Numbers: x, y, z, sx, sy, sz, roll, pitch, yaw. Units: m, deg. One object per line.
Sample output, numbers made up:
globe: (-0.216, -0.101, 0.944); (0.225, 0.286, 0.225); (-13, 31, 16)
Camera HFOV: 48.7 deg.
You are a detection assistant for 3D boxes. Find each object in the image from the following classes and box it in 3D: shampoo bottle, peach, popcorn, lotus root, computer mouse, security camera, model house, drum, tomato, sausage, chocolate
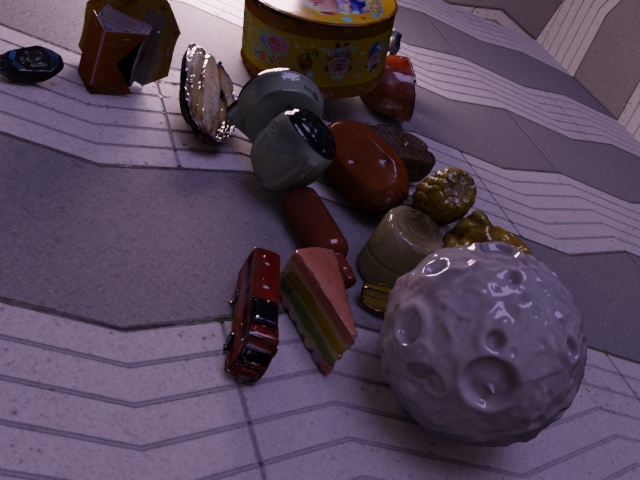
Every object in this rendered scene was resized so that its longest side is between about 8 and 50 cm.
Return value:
shampoo bottle: (0.002, -0.001, 1.402); (0.085, 0.085, 0.244); (4, 43, -36)
peach: (0.116, 0.112, 1.371); (0.083, 0.050, 0.077); (8, 17, -46)
popcorn: (0.349, 0.065, 1.469); (0.190, 0.254, 0.191); (-12, 47, 13)
lotus root: (-0.265, -0.310, 1.592); (0.167, 0.078, 0.329); (37, 30, -31)
computer mouse: (-0.579, -0.344, 1.405); (0.135, 0.047, 0.079); (-15, 60, -36)
security camera: (-0.071, -0.224, 1.503); (0.197, 0.191, 0.277); (38, 26, -38)
model house: (-0.415, -0.405, 1.474); (0.207, 0.219, 0.136); (24, 39, -12)
drum: (-0.008, -0.579, 1.938); (0.430, 0.214, 0.431); (6, 39, -5)
tomato: (0.192, -0.458, 2.121); (0.155, 0.181, 0.214); (4, 30, -9)
sausage: (0.094, -0.173, 1.638); (0.268, 0.153, 0.141); (48, -3, 23)
chocolate: (0.184, -0.222, 1.837); (0.214, 0.093, 0.148); (10, 40, -30)

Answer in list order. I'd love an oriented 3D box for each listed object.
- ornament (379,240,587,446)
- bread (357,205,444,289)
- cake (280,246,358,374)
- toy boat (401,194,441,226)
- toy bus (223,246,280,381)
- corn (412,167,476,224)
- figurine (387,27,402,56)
ornament: (0.260, 0.172, 1.151); (0.337, 0.337, 0.337); (22, 34, -16)
bread: (0.163, 0.022, 1.448); (0.134, 0.141, 0.148); (19, 34, -22)
cake: (-0.011, 0.112, 1.211); (0.090, 0.109, 0.225); (15, 35, -25)
toy boat: (0.255, -0.085, 1.740); (0.210, 0.066, 0.084); (6, 39, -34)
toy bus: (-0.105, 0.114, 1.144); (0.073, 0.096, 0.235); (19, 33, -15)
corn: (0.262, -0.092, 1.528); (0.120, 0.120, 0.363); (35, 1, 4)
figurine: (0.200, -0.585, 2.277); (0.126, 0.192, 0.147); (34, -7, -19)
